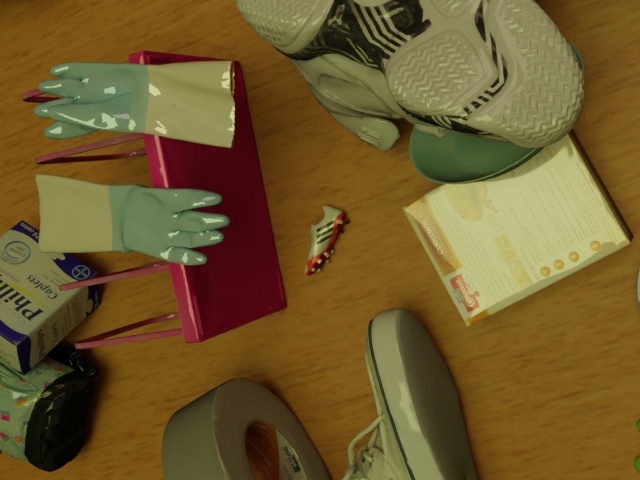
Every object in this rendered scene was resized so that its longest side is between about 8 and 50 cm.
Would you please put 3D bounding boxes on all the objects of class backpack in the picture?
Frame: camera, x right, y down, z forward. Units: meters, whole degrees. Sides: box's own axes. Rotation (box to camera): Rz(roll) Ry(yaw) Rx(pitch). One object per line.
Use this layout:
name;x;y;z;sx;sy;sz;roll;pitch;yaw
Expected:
backpack;-0.377;0.187;1.244;0.182;0.115;0.152;27;112;20

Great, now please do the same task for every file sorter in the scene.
file sorter;-0.185;-0.039;1.109;0.182;0.202;0.291;-10;92;24

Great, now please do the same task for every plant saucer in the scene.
plant saucer;0.179;-0.121;1.004;0.195;0.195;0.037;-30;127;20

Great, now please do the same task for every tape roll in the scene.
tape roll;-0.072;0.260;1.087;0.072;0.219;0.219;-32;84;19

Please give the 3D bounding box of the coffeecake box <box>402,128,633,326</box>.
coffeecake box;0.202;-0.019;1.037;0.185;0.068;0.142;-30;85;20

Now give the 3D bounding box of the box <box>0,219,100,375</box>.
box;-0.357;0.067;1.209;0.126;0.137;0.072;33;145;14

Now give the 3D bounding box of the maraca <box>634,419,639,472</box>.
maraca;0.394;0.217;0.981;0.185;0.099;0.127;4;89;45

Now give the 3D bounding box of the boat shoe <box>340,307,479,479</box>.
boat shoe;0.084;0.258;1.087;0.156;0.136;0.367;-16;100;24

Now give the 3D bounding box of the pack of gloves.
pack of gloves;-0.194;-0.075;0.973;0.232;0.046;0.195;4;97;24

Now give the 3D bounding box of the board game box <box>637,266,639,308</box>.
board game box;0.399;0.046;0.993;0.168;0.033;0.133;-23;83;15

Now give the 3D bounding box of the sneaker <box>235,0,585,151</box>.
sneaker;0.098;-0.164;0.962;0.366;0.210;0.137;30;84;30

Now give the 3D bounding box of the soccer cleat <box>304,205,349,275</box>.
soccer cleat;0.000;0.000;1.136;0.035;0.029;0.083;33;103;23
